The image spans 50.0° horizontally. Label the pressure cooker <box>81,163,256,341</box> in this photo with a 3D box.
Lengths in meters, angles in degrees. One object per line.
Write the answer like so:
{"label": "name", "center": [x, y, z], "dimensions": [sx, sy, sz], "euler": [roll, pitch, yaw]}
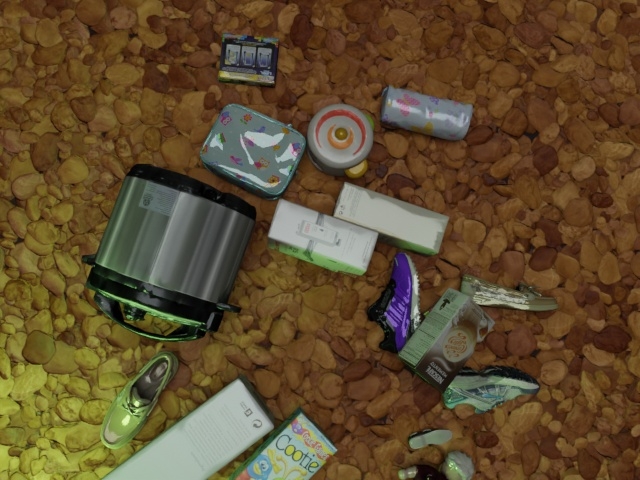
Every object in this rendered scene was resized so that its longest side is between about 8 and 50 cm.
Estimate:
{"label": "pressure cooker", "center": [-0.397, 0.046, 1.790], "dimensions": [0.376, 0.370, 0.420], "euler": [23, 83, -37]}

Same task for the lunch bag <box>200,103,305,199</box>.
{"label": "lunch bag", "center": [-0.186, -0.258, 1.985], "dimensions": [0.279, 0.108, 0.224], "euler": [25, 79, -1]}

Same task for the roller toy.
{"label": "roller toy", "center": [0.054, -0.288, 1.984], "dimensions": [0.191, 0.146, 0.209], "euler": [11, 82, -2]}

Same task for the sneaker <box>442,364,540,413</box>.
{"label": "sneaker", "center": [0.479, 0.426, 1.953], "dimensions": [0.283, 0.110, 0.122], "euler": [3, 100, -1]}

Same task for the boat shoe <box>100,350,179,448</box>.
{"label": "boat shoe", "center": [-0.500, 0.434, 1.875], "dimensions": [0.109, 0.098, 0.302], "euler": [36, 82, 2]}

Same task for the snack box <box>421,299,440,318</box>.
{"label": "snack box", "center": [0.375, 0.240, 1.989], "dimensions": [0.100, 0.037, 0.141], "euler": [-36, 87, -6]}

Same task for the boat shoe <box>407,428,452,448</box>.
{"label": "boat shoe", "center": [0.308, 0.556, 1.942], "dimensions": [0.125, 0.038, 0.046], "euler": [-16, 103, -5]}

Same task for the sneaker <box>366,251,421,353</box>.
{"label": "sneaker", "center": [0.204, 0.178, 1.954], "dimensions": [0.146, 0.102, 0.293], "euler": [-2, 83, -3]}

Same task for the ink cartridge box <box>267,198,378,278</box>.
{"label": "ink cartridge box", "center": [0.000, 0.000, 1.912], "dimensions": [0.283, 0.207, 0.117], "euler": [19, 80, 0]}

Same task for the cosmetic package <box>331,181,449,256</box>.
{"label": "cosmetic package", "center": [0.190, -0.056, 1.957], "dimensions": [0.310, 0.160, 0.113], "euler": [19, 83, 0]}

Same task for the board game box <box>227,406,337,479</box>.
{"label": "board game box", "center": [-0.104, 0.604, 1.855], "dimensions": [0.275, 0.144, 0.142], "euler": [-44, 88, -7]}

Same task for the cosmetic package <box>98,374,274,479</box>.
{"label": "cosmetic package", "center": [-0.347, 0.553, 1.805], "dimensions": [0.453, 0.230, 0.161], "euler": [-36, 85, -8]}

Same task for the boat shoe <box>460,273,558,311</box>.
{"label": "boat shoe", "center": [0.545, 0.154, 1.978], "dimensions": [0.285, 0.104, 0.089], "euler": [7, 85, -2]}

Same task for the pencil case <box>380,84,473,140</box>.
{"label": "pencil case", "center": [0.312, -0.379, 2.031], "dimensions": [0.273, 0.113, 0.124], "euler": [11, 73, -2]}

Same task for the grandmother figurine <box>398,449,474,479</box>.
{"label": "grandmother figurine", "center": [0.282, 0.702, 1.896], "dimensions": [0.342, 0.104, 0.207], "euler": [-35, 113, -10]}

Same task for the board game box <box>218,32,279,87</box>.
{"label": "board game box", "center": [-0.213, -0.537, 2.051], "dimensions": [0.170, 0.048, 0.141], "euler": [6, 84, -3]}

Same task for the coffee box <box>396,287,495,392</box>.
{"label": "coffee box", "center": [0.346, 0.273, 1.888], "dimensions": [0.141, 0.098, 0.246], "euler": [42, 82, -28]}
